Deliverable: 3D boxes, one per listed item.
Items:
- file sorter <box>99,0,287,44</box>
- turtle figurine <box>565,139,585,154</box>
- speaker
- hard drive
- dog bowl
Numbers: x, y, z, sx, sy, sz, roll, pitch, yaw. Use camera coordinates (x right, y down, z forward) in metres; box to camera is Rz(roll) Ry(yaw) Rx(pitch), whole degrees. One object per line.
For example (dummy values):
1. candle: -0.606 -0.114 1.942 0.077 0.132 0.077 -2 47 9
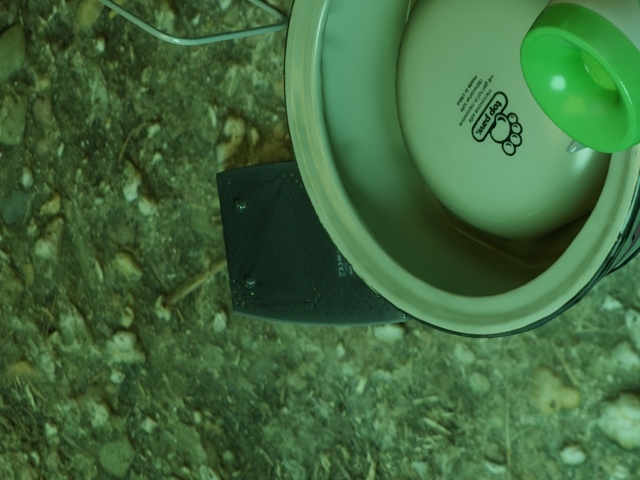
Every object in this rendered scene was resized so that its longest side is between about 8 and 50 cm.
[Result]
1. file sorter: -0.109 -0.350 1.768 0.173 0.193 0.277 35 123 31
2. turtle figurine: 0.379 -0.065 1.304 0.266 0.275 0.198 -55 19 16
3. speaker: 0.284 -0.192 1.315 0.131 0.296 0.131 40 156 22
4. hard drive: 0.000 0.000 1.839 0.255 0.054 0.172 0 99 46
5. dog bowl: 0.159 -0.128 1.577 0.408 0.150 0.408 13 108 43
